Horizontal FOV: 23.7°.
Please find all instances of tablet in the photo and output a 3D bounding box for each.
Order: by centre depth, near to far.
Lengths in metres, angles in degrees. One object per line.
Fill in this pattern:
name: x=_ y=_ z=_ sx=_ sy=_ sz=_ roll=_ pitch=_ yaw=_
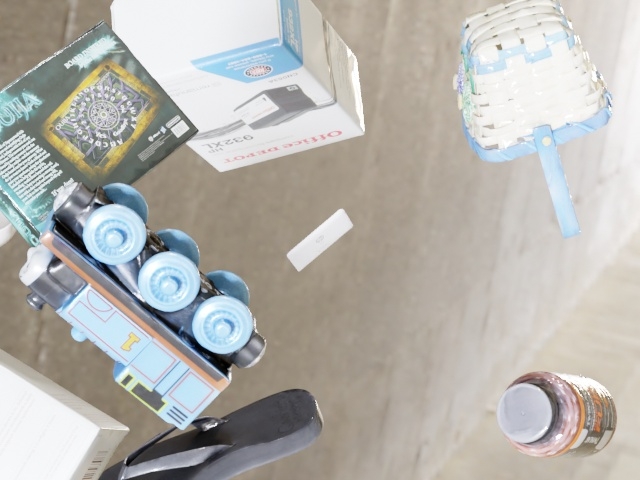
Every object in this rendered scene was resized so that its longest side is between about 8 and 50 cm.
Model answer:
tablet: x=0.000 y=0.000 z=1.747 sx=0.083 sy=0.006 sz=0.054 roll=-41 pitch=154 yaw=-3

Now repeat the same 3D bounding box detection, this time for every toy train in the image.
toy train: x=-0.126 y=0.042 z=1.061 sx=0.105 sy=0.184 sz=0.080 roll=-46 pitch=-164 yaw=9

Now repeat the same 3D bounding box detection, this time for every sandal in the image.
sandal: x=-0.123 y=0.202 z=1.468 sx=0.054 sy=0.254 sz=0.097 roll=67 pitch=-7 yaw=-32

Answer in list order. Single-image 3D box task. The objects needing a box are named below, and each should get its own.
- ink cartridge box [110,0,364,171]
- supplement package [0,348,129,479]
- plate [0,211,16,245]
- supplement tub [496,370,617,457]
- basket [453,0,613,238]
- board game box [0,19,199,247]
ink cartridge box: x=-0.098 y=-0.217 z=1.961 sx=0.307 sy=0.223 sz=0.129 roll=40 pitch=39 yaw=-63
supplement package: x=-0.264 y=0.149 z=1.227 sx=0.105 sy=0.179 sz=0.105 roll=-59 pitch=171 yaw=-3
plate: x=-0.460 y=-0.025 z=1.866 sx=0.277 sy=0.278 sz=0.045 roll=-75 pitch=149 yaw=-65
supplement tub: x=0.283 y=0.213 z=1.851 sx=0.198 sy=0.106 sz=0.106 roll=13 pitch=90 yaw=-60
basket: x=0.292 y=-0.173 z=2.064 sx=0.255 sy=0.201 sz=0.289 roll=-89 pitch=156 yaw=-66
board game box: x=-0.200 y=-0.086 z=1.240 sx=0.186 sy=0.126 sz=0.026 roll=-43 pitch=-175 yaw=-38
